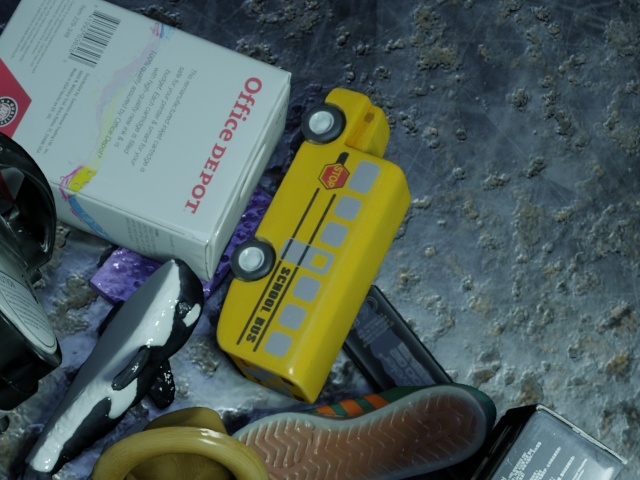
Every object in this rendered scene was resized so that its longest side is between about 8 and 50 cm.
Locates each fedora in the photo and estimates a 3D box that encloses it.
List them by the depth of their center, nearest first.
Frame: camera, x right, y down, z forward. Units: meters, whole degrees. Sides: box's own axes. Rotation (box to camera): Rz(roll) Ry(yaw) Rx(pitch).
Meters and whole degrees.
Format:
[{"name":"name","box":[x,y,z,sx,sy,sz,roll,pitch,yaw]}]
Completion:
[{"name":"fedora","box":[-0.142,0.230,1.180,0.194,0.194,0.079,10,44,-8]}]

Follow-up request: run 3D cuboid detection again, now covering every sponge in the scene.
[{"name":"sponge","box":[-0.152,0.004,1.297,0.117,0.031,0.210,37,72,2]}]

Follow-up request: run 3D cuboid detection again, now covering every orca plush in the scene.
[{"name":"orca plush","box":[-0.196,0.162,1.195,0.102,0.151,0.287,35,76,-24]}]

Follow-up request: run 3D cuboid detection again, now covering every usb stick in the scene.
[{"name":"usb stick","box":[0.113,0.172,1.295,0.077,0.045,0.278,-38,85,-7]}]

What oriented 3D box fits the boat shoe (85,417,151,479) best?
[{"name":"boat shoe","box":[-0.218,0.229,1.227,0.100,0.035,0.035,-42,58,-14]}]

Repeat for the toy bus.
[{"name":"toy bus","box":[0.000,0.000,1.264,0.130,0.108,0.333,20,71,21]}]

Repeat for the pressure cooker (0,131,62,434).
[{"name":"pressure cooker","box":[-0.437,0.044,1.029,0.420,0.370,0.375,-35,119,-7]}]

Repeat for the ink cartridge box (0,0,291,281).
[{"name":"ink cartridge box","box":[-0.214,-0.121,1.245,0.306,0.131,0.226,23,69,3]}]

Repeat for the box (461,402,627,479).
[{"name":"box","box":[0.115,0.337,1.039,0.097,0.318,0.395,33,85,8]}]

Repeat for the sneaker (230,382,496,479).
[{"name":"sneaker","box":[0.044,0.220,1.224,0.302,0.121,0.108,-14,82,17]}]
